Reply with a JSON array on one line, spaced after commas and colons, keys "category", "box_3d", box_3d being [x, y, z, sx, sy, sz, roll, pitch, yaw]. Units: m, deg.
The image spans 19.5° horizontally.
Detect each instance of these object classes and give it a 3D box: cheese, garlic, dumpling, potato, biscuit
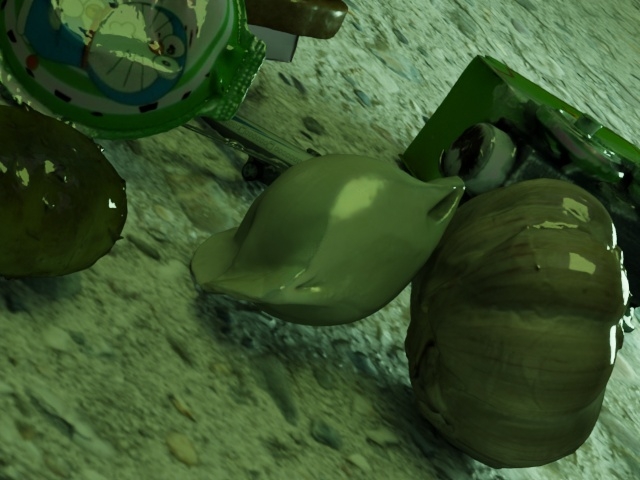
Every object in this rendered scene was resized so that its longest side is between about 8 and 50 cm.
[{"category": "cheese", "box_3d": [-0.196, -0.187, 1.409, 0.320, 0.204, 0.083, 26, -21, 0]}, {"category": "garlic", "box_3d": [0.141, 0.065, 1.398, 0.152, 0.227, 0.228, 10, 25, -4]}, {"category": "dumpling", "box_3d": [0.000, 0.000, 1.373, 0.229, 0.151, 0.124, -19, 100, -36]}, {"category": "potato", "box_3d": [-0.209, -0.029, 1.131, 0.225, 0.090, 0.117, -1, 50, -51]}, {"category": "biscuit", "box_3d": [-0.112, -0.240, 1.643, 0.273, 0.049, 0.257, 16, 13, -10]}]

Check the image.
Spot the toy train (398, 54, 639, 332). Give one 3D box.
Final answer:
[{"category": "toy train", "box_3d": [0.235, -0.053, 1.853, 0.307, 0.173, 0.249, 27, 17, -30]}]

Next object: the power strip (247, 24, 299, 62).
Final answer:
[{"category": "power strip", "box_3d": [-0.136, -0.190, 1.589, 0.109, 0.037, 0.279, 25, 16, 35]}]

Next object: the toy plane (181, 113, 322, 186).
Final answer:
[{"category": "toy plane", "box_3d": [-0.034, -0.070, 1.560, 0.226, 0.058, 0.226, 41, 16, 25]}]
